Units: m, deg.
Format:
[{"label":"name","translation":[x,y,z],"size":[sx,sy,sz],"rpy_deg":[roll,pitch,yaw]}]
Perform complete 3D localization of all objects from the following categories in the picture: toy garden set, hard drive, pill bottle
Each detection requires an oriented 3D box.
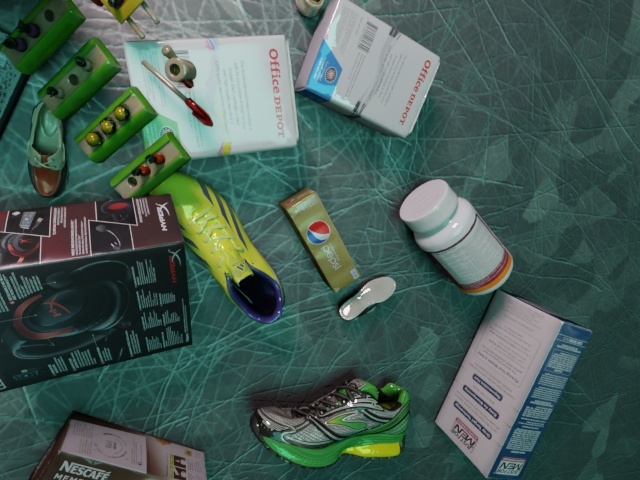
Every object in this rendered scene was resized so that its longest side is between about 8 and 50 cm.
[{"label":"toy garden set","translation":[-0.245,-0.193,0.495],"size":[0.204,0.049,0.244],"rpy_deg":[-33,102,16]},{"label":"hard drive","translation":[-0.438,-0.210,0.528],"size":[0.094,0.022,0.135],"rpy_deg":[27,94,-24]},{"label":"pill bottle","translation":[0.254,-0.004,0.778],"size":[0.221,0.121,0.121],"rpy_deg":[43,88,-23]}]

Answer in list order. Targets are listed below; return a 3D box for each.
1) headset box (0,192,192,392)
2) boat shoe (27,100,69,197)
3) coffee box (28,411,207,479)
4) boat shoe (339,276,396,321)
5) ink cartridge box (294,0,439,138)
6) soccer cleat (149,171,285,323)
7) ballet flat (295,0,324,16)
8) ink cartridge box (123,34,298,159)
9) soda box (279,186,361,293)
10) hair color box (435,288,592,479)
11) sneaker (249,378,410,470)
[{"label":"headset box","translation":[-0.329,0.070,0.537],"size":[0.293,0.110,0.218],"rpy_deg":[-11,135,-23]},{"label":"boat shoe","translation":[-0.372,-0.123,0.565],"size":[0.049,0.043,0.137],"rpy_deg":[8,103,-23]},{"label":"coffee box","translation":[-0.336,0.406,0.692],"size":[0.247,0.098,0.141],"rpy_deg":[33,92,-24]},{"label":"boat shoe","translation":[0.091,0.115,0.799],"size":[0.125,0.038,0.046],"rpy_deg":[-36,72,-13]},{"label":"ink cartridge box","translation":[0.073,-0.266,0.663],"size":[0.191,0.082,0.139],"rpy_deg":[19,98,-24]},{"label":"soccer cleat","translation":[-0.147,0.014,0.639],"size":[0.093,0.121,0.289],"rpy_deg":[-38,113,-6]},{"label":"ballet flat","translation":[-0.014,-0.423,0.605],"size":[0.057,0.052,0.168],"rpy_deg":[-12,108,-16]},{"label":"ink cartridge box","translation":[-0.149,-0.202,0.595],"size":[0.213,0.093,0.154],"rpy_deg":[-10,108,-14]},{"label":"soda box","translation":[0.000,0.000,0.721],"size":[0.058,0.061,0.181],"rpy_deg":[-32,113,-9]},{"label":"hair color box","translation":[0.401,0.301,0.886],"size":[0.105,0.174,0.347],"rpy_deg":[19,98,-25]},{"label":"sneaker","translation":[0.026,0.332,0.800],"size":[0.344,0.134,0.146],"rpy_deg":[9,95,-31]}]
